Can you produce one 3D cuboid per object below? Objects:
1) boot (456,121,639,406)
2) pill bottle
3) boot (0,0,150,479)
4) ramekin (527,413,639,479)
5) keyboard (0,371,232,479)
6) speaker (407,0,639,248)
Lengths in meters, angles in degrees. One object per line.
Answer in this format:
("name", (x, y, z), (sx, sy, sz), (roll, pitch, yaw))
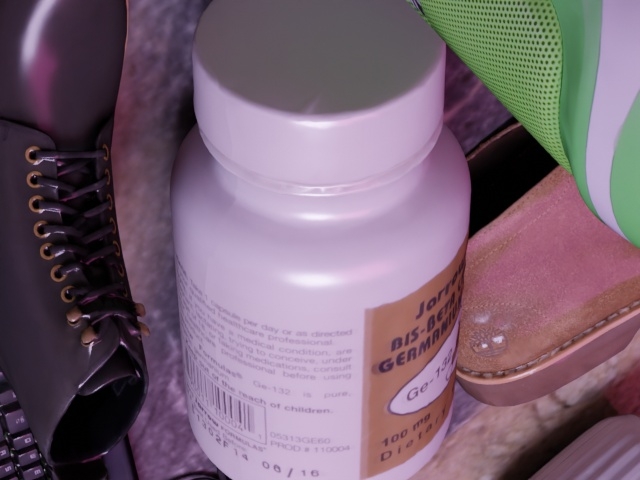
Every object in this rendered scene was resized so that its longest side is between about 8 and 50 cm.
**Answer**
("boot", (0.178, -0.039, 0.894), (0.305, 0.112, 0.115), (-35, 130, 1))
("pill bottle", (0.000, 0.000, 0.771), (0.131, 0.131, 0.229), (-20, 138, -19))
("boot", (-0.093, -0.015, 0.683), (0.077, 0.137, 0.198), (-9, 133, -30))
("ramekin", (0.215, 0.202, 1.078), (0.109, 0.207, 0.207), (-46, 141, -4))
("keyboard", (-0.109, 0.154, 0.922), (0.201, 0.033, 0.317), (-24, 140, -16))
("speaker", (0.074, -0.117, 0.580), (0.131, 0.296, 0.131), (-20, 138, -19))
